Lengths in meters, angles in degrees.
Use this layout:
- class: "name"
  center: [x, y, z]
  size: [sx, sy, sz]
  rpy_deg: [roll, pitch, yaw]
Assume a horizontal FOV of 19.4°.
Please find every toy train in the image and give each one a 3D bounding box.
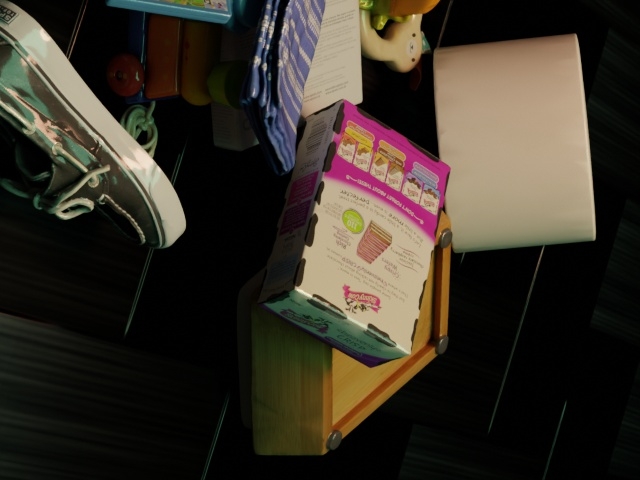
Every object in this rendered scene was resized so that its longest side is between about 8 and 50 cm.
- class: "toy train"
  center: [-0.122, -0.150, 1.798]
  size: [0.105, 0.143, 0.248]
  rpy_deg: [-13, 112, -51]

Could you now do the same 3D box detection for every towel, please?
- class: "towel"
  center: [-0.010, -0.247, 1.830]
  size: [0.243, 0.040, 0.336]
  rpy_deg: [70, 33, -76]

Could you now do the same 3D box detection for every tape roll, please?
- class: "tape roll"
  center: [0.228, -0.113, 2.188]
  size: [0.246, 0.169, 0.246]
  rpy_deg: [-6, 90, -82]

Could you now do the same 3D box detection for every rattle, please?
- class: "rattle"
  center: [0.121, -0.241, 2.116]
  size: [0.200, 0.142, 0.130]
  rpy_deg: [56, 38, -40]

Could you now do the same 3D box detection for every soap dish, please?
- class: "soap dish"
  center: [0.034, 0.089, 2.099]
  size: [0.291, 0.118, 0.229]
  rpy_deg: [-37, 140, -40]

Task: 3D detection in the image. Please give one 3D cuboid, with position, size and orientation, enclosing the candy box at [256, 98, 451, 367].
- class: "candy box"
  center: [0.038, -0.007, 1.951]
  size: [0.159, 0.071, 0.233]
  rpy_deg: [31, 57, -27]

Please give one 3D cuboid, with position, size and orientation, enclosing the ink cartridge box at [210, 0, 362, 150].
- class: "ink cartridge box"
  center: [-0.037, -0.228, 1.974]
  size: [0.223, 0.045, 0.224]
  rpy_deg: [-25, 120, -49]

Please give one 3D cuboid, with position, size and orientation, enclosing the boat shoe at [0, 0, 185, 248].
- class: "boat shoe"
  center: [-0.234, -0.077, 1.700]
  size: [0.105, 0.113, 0.306]
  rpy_deg: [-53, 137, -19]

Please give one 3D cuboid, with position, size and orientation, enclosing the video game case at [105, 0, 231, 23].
- class: "video game case"
  center: [-0.148, -0.275, 1.706]
  size: [0.119, 0.015, 0.166]
  rpy_deg: [6, 57, -28]
